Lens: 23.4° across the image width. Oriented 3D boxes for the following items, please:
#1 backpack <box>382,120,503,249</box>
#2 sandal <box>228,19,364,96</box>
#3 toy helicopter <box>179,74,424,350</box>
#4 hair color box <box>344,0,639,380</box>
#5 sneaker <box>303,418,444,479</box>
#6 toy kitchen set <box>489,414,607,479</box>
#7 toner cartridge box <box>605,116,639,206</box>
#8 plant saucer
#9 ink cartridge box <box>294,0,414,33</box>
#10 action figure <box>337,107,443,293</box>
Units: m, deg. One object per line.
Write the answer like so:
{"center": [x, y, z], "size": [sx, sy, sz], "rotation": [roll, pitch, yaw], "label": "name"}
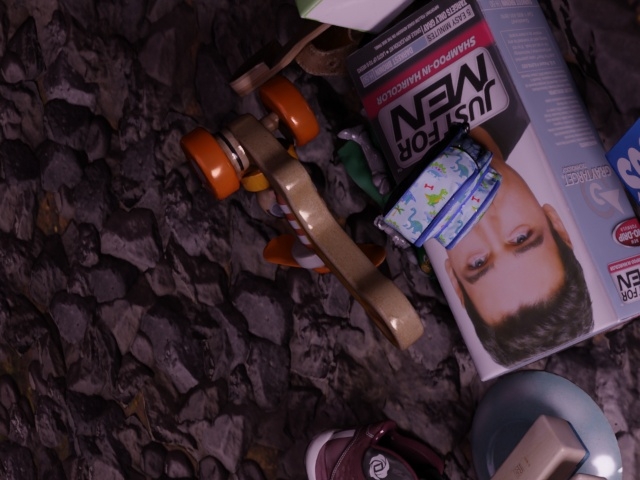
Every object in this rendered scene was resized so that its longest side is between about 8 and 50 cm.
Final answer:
{"center": [0.121, -0.044, 1.502], "size": [0.084, 0.114, 0.105], "rotation": [40, 122, 5], "label": "backpack"}
{"center": [0.003, -0.216, 1.761], "size": [0.240, 0.088, 0.079], "rotation": [-30, 112, 35], "label": "sandal"}
{"center": [0.000, 0.000, 1.727], "size": [0.355, 0.140, 0.235], "rotation": [49, 168, 32], "label": "toy helicopter"}
{"center": [0.189, -0.066, 1.591], "size": [0.185, 0.114, 0.374], "rotation": [-30, 79, 40], "label": "hair color box"}
{"center": [0.088, 0.337, 1.768], "size": [0.162, 0.106, 0.281], "rotation": [-26, 81, 38], "label": "sneaker"}
{"center": [0.295, 0.303, 1.578], "size": [0.122, 0.166, 0.207], "rotation": [-56, 38, 25], "label": "toy kitchen set"}
{"center": [0.353, -0.067, 1.317], "size": [0.165, 0.075, 0.348], "rotation": [55, 172, 8], "label": "toner cartridge box"}
{"center": [0.232, 0.239, 1.665], "size": [0.195, 0.037, 0.195], "rotation": [10, 106, 39], "label": "plant saucer"}
{"center": [0.029, -0.422, 1.608], "size": [0.207, 0.119, 0.353], "rotation": [-39, 59, 39], "label": "ink cartridge box"}
{"center": [0.100, -0.039, 1.708], "size": [0.137, 0.063, 0.232], "rotation": [-46, 66, 46], "label": "action figure"}
